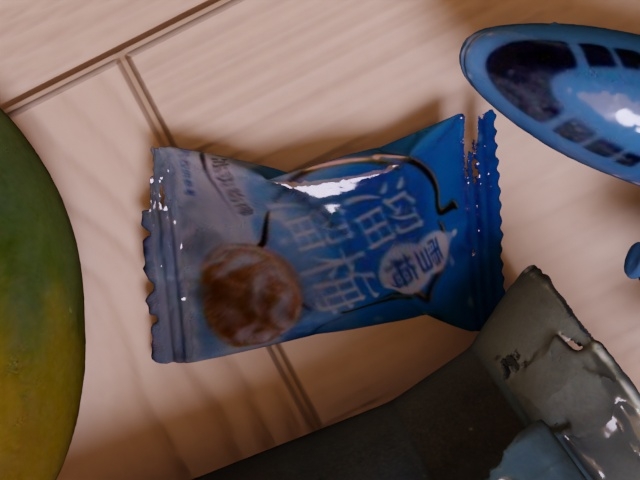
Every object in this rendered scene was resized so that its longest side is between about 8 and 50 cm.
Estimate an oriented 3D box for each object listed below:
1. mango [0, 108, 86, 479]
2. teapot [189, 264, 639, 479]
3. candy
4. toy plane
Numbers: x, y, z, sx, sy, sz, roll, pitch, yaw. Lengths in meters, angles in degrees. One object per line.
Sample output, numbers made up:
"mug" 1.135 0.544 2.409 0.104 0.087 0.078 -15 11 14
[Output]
"mango" -0.148 0.031 0.586 0.130 0.092 0.195 -5 95 -1
"teapot" 0.020 0.123 0.565 0.225 0.203 0.171 -36 78 0
"candy" 0.000 -0.001 0.615 0.136 0.038 0.088 -6 116 -1
"toy plane" 0.173 -0.027 0.586 0.271 0.105 0.254 18 100 -7
